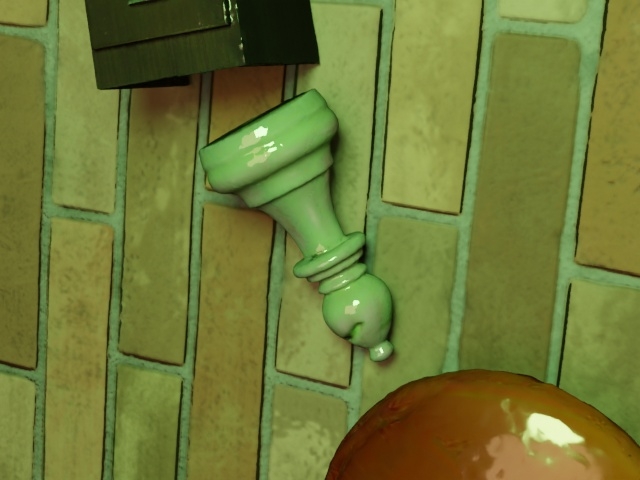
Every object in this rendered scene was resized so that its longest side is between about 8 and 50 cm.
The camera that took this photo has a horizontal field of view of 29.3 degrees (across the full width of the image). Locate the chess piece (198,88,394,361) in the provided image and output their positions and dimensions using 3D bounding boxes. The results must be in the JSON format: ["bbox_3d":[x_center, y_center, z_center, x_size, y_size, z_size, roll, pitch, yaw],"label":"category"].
[{"bbox_3d":[0.000,0.000,1.195,0.139,0.139,0.271,-24,98,27],"label":"chess piece"}]

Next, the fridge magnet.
[{"bbox_3d":[0.165,0.293,1.136,0.364,0.155,0.363,5,102,26],"label":"fridge magnet"}]

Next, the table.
[{"bbox_3d":[-0.122,-0.251,1.172,0.169,0.172,0.193,-5,96,26],"label":"table"}]
